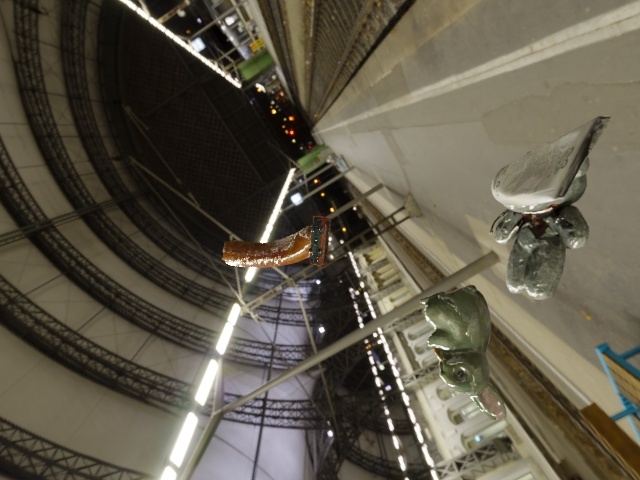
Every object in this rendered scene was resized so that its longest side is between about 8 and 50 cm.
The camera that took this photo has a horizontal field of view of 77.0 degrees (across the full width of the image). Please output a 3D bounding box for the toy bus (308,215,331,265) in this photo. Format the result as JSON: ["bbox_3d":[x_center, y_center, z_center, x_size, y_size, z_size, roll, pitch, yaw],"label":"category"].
[{"bbox_3d":[0.000,0.000,0.902,0.043,0.031,0.110,-5,-76,-49],"label":"toy bus"}]

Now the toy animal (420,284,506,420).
[{"bbox_3d":[0.275,0.216,0.760,0.127,0.126,0.251,46,-149,-70],"label":"toy animal"}]

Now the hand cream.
[{"bbox_3d":[0.360,-0.108,0.674,0.076,0.121,0.336,25,-176,8],"label":"hand cream"}]

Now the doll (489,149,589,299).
[{"bbox_3d":[0.467,-0.045,0.885,0.158,0.340,0.246,17,-175,-12],"label":"doll"}]

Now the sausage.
[{"bbox_3d":[-0.128,0.025,1.141,0.076,0.303,0.102,-85,-16,-57],"label":"sausage"}]
